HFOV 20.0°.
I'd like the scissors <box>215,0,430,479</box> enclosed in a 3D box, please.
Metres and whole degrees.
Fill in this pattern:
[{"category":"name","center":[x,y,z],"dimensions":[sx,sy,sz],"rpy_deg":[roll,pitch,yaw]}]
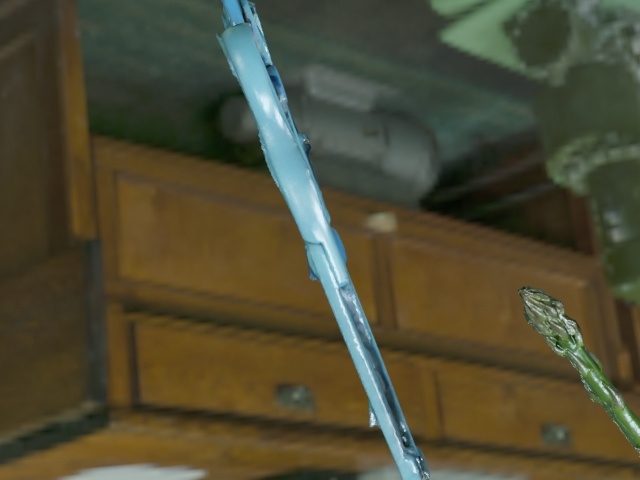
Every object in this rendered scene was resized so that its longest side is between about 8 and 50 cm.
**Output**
[{"category":"scissors","center":[-0.001,0.000,1.323],"dimensions":[0.032,0.392,0.180],"rpy_deg":[-21,-172,5]}]

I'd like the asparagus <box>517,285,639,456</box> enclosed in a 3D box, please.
[{"category":"asparagus","center":[0.163,0.098,0.946],"dimensions":[0.022,0.023,0.233],"rpy_deg":[-40,119,0]}]
